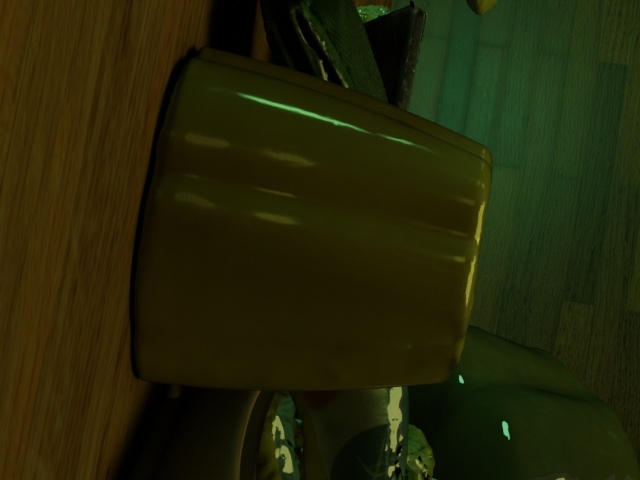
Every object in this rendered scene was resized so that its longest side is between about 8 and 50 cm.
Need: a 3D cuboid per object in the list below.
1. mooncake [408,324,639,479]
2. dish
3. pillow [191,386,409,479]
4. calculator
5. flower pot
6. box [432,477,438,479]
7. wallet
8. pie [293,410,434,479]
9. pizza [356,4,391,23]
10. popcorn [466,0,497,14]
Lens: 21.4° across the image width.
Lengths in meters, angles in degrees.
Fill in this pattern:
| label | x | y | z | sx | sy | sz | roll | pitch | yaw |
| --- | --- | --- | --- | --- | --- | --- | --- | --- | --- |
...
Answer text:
| label | x | y | z | sx | sy | sz | roll | pitch | yaw |
| --- | --- | --- | --- | --- | --- | --- | --- | --- | --- |
| mooncake | 0.131 | 0.319 | 1.921 | 0.467 | 0.262 | 0.467 | -16 | -111 | 46 |
| dish | -0.076 | 0.169 | 0.990 | 0.212 | 0.077 | 0.151 | -75 | 175 | -66 |
| pillow | -0.013 | 0.108 | 1.124 | 0.233 | 0.086 | 0.214 | -24 | -107 | 56 |
| calculator | 0.007 | -0.064 | 1.369 | 0.021 | 0.161 | 0.261 | 30 | 60 | -37 |
| flower pot | 0.000 | 0.000 | 0.959 | 0.195 | 0.179 | 0.195 | 11 | 90 | -87 |
| box | 0.067 | 0.349 | 1.588 | 0.142 | 0.083 | 0.232 | -35 | -139 | 57 |
| wallet | 0.007 | -0.112 | 1.129 | 0.160 | 0.055 | 0.236 | 60 | 11 | -20 |
| pie | -0.027 | 0.347 | 1.458 | 0.395 | 0.180 | 0.418 | -80 | -175 | -68 |
| pizza | 0.036 | -0.194 | 1.957 | 0.194 | 0.069 | 0.154 | -40 | 140 | -74 |
| popcorn | 0.093 | -0.294 | 1.145 | 0.293 | 0.237 | 0.293 | -8 | 90 | -80 |
